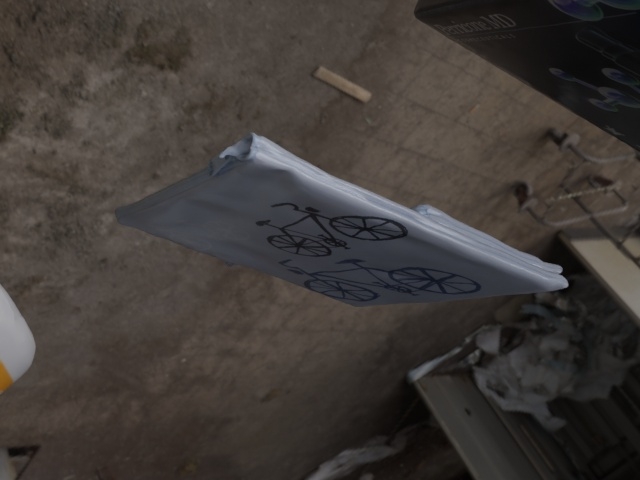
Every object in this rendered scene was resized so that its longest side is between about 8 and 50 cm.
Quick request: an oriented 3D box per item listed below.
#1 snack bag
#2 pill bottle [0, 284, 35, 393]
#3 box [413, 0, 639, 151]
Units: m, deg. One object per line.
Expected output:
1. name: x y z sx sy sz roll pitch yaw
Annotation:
1. snack bag: 0.000 0.000 0.681 0.343 0.037 0.323 21 163 -29
2. pill bottle: -0.285 0.085 0.303 0.278 0.162 0.162 -44 155 -27
3. box: 0.327 -0.183 0.546 0.396 0.293 0.211 25 96 -17
